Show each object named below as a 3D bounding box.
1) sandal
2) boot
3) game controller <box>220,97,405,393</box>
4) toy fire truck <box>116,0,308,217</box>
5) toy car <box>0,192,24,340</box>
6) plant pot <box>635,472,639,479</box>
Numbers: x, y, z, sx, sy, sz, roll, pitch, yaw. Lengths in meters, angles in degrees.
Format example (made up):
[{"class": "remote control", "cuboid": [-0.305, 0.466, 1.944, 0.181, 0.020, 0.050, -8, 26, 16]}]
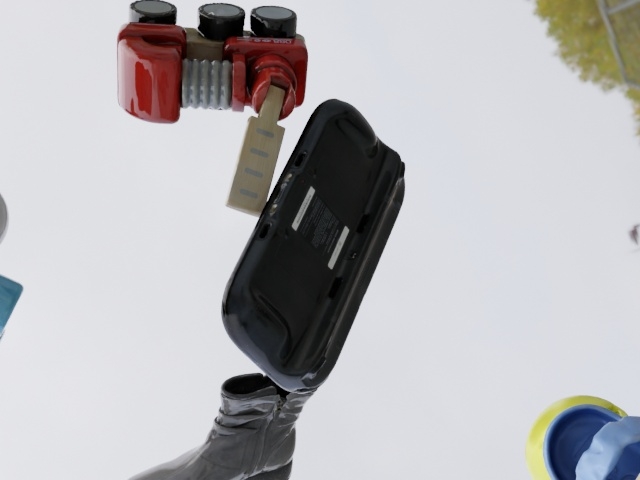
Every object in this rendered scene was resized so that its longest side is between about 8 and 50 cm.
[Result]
[{"class": "sandal", "cuboid": [0.298, 0.233, 0.800, 0.317, 0.126, 0.138, 31, 172, 15]}, {"class": "boot", "cuboid": [-0.172, 0.323, 1.716, 0.338, 0.223, 0.118, -14, -140, -37]}, {"class": "game controller", "cuboid": [0.000, 0.000, 1.130, 0.166, 0.067, 0.319, 42, -124, -29]}, {"class": "toy fire truck", "cuboid": [-0.120, -0.153, 1.166, 0.246, 0.217, 0.159, -102, 16, -59]}, {"class": "toy car", "cuboid": [-0.466, 0.007, 1.313, 0.219, 0.210, 0.238, 26, -132, -11]}, {"class": "plant pot", "cuboid": [0.206, 0.108, 0.336, 0.236, 0.236, 0.032, 53, -172, -27]}]
